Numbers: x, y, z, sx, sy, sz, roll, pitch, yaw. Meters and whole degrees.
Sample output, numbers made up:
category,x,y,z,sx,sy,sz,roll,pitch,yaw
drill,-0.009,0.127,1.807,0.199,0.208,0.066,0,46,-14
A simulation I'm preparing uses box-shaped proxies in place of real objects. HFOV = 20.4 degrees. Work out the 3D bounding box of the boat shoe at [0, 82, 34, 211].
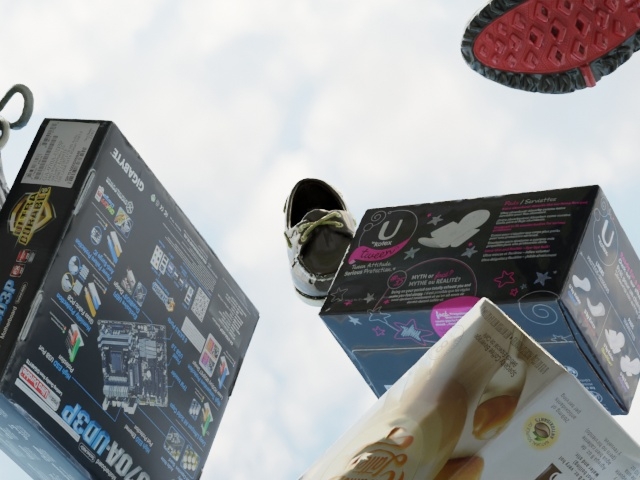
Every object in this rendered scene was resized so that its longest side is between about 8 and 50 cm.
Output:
category,x,y,z,sx,sy,sz,roll,pitch,yaw
boat shoe,-0.234,-0.060,1.068,0.113,0.306,0.105,-8,-153,37

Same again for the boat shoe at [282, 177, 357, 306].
category,x,y,z,sx,sy,sz,roll,pitch,yaw
boat shoe,0.000,0.000,1.787,0.081,0.068,0.228,-18,-160,-1

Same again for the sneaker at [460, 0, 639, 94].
category,x,y,z,sx,sy,sz,roll,pitch,yaw
sneaker,0.231,-0.194,1.493,0.262,0.104,0.125,-21,-169,-12

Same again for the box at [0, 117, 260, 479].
category,x,y,z,sx,sy,sz,roll,pitch,yaw
box,-0.122,0.061,1.035,0.051,0.220,0.175,4,-120,27

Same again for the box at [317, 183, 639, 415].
category,x,y,z,sx,sy,sz,roll,pitch,yaw
box,0.156,0.060,1.598,0.247,0.163,0.142,-5,-136,36

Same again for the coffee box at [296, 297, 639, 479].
category,x,y,z,sx,sy,sz,roll,pitch,yaw
coffee box,0.060,0.168,1.036,0.246,0.098,0.141,-45,-160,1
